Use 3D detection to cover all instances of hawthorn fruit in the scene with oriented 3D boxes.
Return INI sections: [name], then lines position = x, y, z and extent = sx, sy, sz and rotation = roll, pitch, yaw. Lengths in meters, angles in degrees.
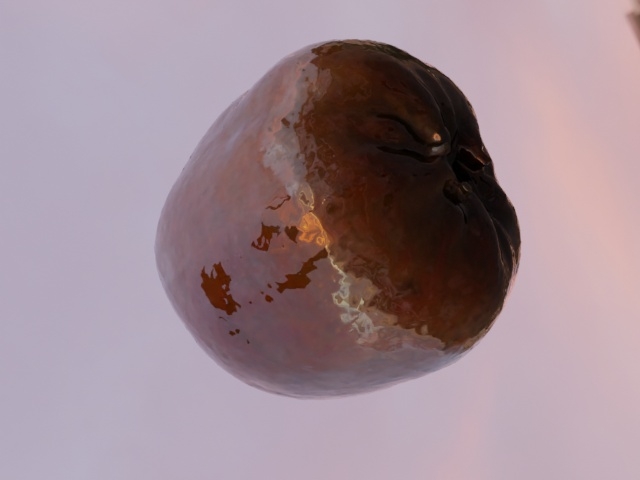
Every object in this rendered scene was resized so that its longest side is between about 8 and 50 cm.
[hawthorn fruit]
position = 0.000, 0.000, 1.324
extent = 0.267, 0.301, 0.268
rotation = 32, -138, -34
